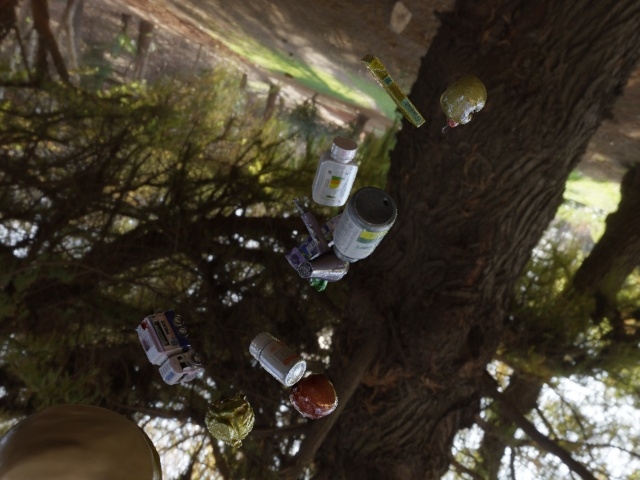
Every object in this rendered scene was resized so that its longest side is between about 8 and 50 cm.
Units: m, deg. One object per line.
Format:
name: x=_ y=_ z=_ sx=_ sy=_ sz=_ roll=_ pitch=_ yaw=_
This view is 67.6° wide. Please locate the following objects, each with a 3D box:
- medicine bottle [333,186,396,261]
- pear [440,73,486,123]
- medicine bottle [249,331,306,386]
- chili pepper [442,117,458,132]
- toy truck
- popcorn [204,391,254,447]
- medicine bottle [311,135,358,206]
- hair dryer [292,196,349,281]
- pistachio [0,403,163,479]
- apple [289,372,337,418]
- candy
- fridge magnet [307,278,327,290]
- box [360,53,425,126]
medicine bottle: x=0.119 y=-0.033 z=1.439 sx=0.141 sy=0.141 sz=0.293 roll=22 pitch=153 yaw=-2
pear: x=0.526 y=-0.517 z=1.748 sx=0.167 sy=0.167 sz=0.137 roll=-1 pitch=-126 yaw=-59
medicine bottle: x=-0.196 y=0.530 z=2.150 sx=0.252 sy=0.145 sz=0.144 roll=28 pitch=-166 yaw=32
chili pepper: x=0.636 y=-0.571 z=2.156 sx=0.050 sy=0.268 sz=0.059 roll=-22 pitch=-99 yaw=-37
toy truck: x=-0.574 y=0.411 z=1.809 sx=0.155 sy=0.124 sz=0.268 roll=-4 pitch=-125 yaw=-53
popcorn: x=-0.348 y=0.692 z=1.866 sx=0.187 sy=0.185 sz=0.167 roll=35 pitch=157 yaw=41
medicine bottle: x=0.067 y=-0.286 z=2.010 sx=0.161 sy=0.296 sz=0.111 roll=8 pitch=-139 yaw=-13
hair dryer: x=-0.035 y=-0.007 z=1.820 sx=0.301 sy=0.121 sz=0.361 roll=1 pitch=-120 yaw=-62
pistachio: x=-0.639 y=0.614 z=1.229 sx=0.445 sy=0.281 sz=0.365 roll=16 pitch=-121 yaw=1
apple: x=-0.029 y=0.626 z=1.924 sx=0.168 sy=0.181 sz=0.181 roll=61 pitch=-160 yaw=4
candy: x=0.000 y=0.000 z=1.958 sx=0.088 sy=0.312 sz=0.061 roll=52 pitch=-179 yaw=12
fridge magnet: x=-0.012 y=0.124 z=2.149 sx=0.088 sy=0.208 sz=0.208 roll=-1 pitch=-159 yaw=-17
box: x=0.245 y=-0.511 z=1.625 sx=0.279 sy=0.041 sz=0.153 roll=46 pitch=-165 yaw=-19
